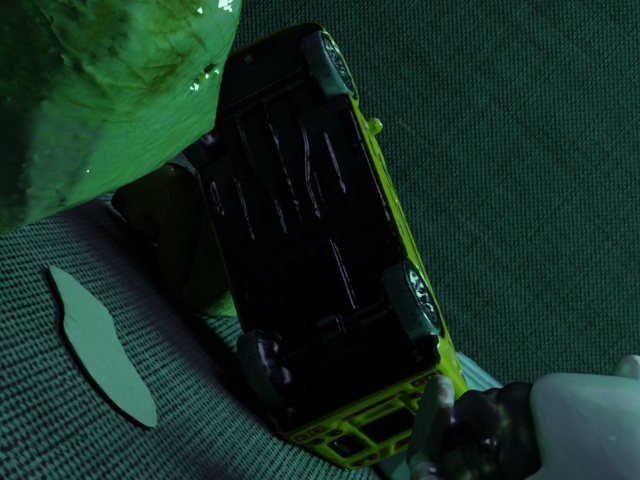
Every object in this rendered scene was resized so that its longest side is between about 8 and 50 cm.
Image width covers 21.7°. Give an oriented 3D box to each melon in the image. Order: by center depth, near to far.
[{"bbox_3d":[-0.099,-0.003,1.382,0.128,0.079,0.160,36,7,-40],"label":"melon"}]

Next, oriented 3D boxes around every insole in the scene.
[{"bbox_3d":[-0.133,0.059,0.990,0.065,0.004,0.197,39,5,-28],"label":"insole"}]

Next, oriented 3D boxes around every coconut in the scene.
[{"bbox_3d":[-0.169,-0.158,0.909,0.328,0.328,0.281,39,-12,-35],"label":"coconut"}]

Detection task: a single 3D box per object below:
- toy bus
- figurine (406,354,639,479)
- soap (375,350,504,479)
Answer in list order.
[{"bbox_3d":[0.000,0.000,1.272,0.151,0.145,0.331,45,22,-54],"label":"toy bus"},{"bbox_3d":[0.193,0.226,0.931,0.361,0.211,0.253,48,-25,52],"label":"figurine"},{"bbox_3d":[0.159,0.202,1.460,0.324,0.109,0.193,39,5,-40],"label":"soap"}]
